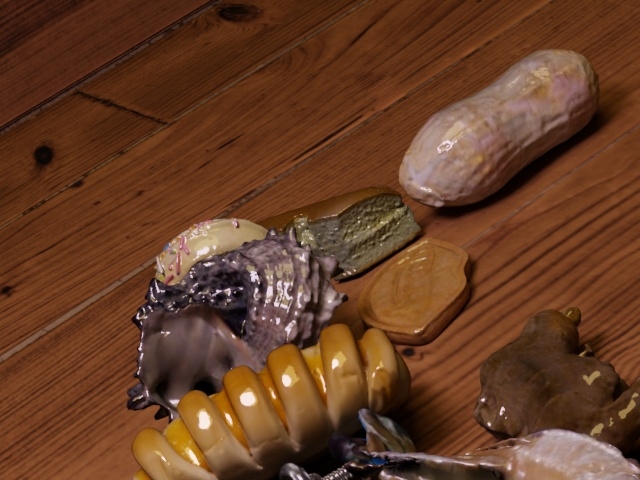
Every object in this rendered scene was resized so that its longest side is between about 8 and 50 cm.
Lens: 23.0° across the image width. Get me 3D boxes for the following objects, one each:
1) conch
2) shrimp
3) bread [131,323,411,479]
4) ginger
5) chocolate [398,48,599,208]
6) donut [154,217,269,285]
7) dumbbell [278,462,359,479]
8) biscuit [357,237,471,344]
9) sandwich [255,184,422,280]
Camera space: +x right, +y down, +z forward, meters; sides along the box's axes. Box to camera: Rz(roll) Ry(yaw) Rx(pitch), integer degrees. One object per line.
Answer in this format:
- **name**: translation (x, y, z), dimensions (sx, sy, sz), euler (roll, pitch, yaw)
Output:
- **conch**: translation (-0.086, 0.117, 1.792), dimensions (0.241, 0.186, 0.313), euler (21, 53, 43)
- **shrimp**: translation (0.133, 0.235, 1.354), dimensions (0.221, 0.110, 0.446), euler (-52, 29, -7)
- **bread**: translation (-0.057, 0.183, 1.617), dimensions (0.311, 0.121, 0.173), euler (-26, -9, -3)
- **ginger**: translation (0.230, 0.153, 1.493), dimensions (0.166, 0.080, 0.333), euler (-37, 20, 7)
- **chocolate**: translation (0.237, -0.147, 2.034), dimensions (0.309, 0.134, 0.134), euler (-33, 25, -17)
- **donut**: translation (-0.120, 0.053, 1.947), dimensions (0.174, 0.174, 0.068), euler (-27, 38, -3)
- **dumbbell**: translation (-0.063, 0.277, 1.517), dimensions (0.254, 0.110, 0.110), euler (-29, 23, -20)
- **biscuit**: translation (0.111, 0.058, 1.866), dimensions (0.142, 0.029, 0.220), euler (-18, 26, 19)
- **sandwich**: translation (0.000, 0.000, 2.019), dimensions (0.244, 0.090, 0.088), euler (-14, 24, 26)
